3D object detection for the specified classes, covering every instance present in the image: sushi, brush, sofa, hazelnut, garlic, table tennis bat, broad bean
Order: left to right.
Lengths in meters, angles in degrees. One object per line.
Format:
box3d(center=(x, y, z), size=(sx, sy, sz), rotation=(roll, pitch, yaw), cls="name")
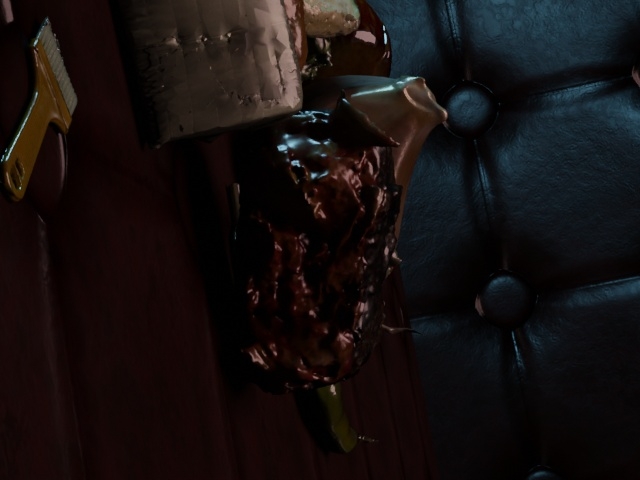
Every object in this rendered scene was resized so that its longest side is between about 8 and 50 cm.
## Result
box3d(center=(-0.215, -0.091, 1.137), size=(0.218, 0.010, 0.082), rotation=(-87, 164, -57), cls="brush")
box3d(center=(-0.140, -0.199, 1.568), size=(0.225, 0.176, 0.210), rotation=(-175, -108, -69), cls="sofa")
box3d(center=(-0.094, 0.009, 1.822), size=(0.095, 0.014, 0.158), rotation=(39, 42, -76), cls="table tennis bat")
box3d(center=(-0.013, -0.264, 2.178), size=(0.218, 0.218, 0.234), rotation=(-85, -167, -63), cls="hazelnut")
box3d(center=(0.000, 0.000, 1.673), size=(0.182, 0.196, 0.343), rotation=(-103, -163, -81), cls="sushi")
box3d(center=(0.014, 0.241, 2.102), size=(0.075, 0.067, 0.325), rotation=(-64, 158, -22), cls="broad bean")
box3d(center=(0.015, -0.058, 2.005), size=(0.231, 0.246, 0.340), rotation=(-165, -99, -73), cls="garlic")

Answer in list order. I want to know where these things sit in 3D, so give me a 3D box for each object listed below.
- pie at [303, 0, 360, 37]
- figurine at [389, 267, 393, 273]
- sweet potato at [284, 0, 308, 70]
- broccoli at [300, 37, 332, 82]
box3d(center=(-0.079, -0.367, 1.878), size=(0.337, 0.075, 0.337), rotation=(39, 26, -23), cls="pie")
box3d(center=(0.051, -0.028, 2.511), size=(0.156, 0.131, 0.246), rotation=(-51, 141, -33), cls="figurine")
box3d(center=(-0.088, -0.352, 1.686), size=(0.354, 0.106, 0.095), rotation=(61, 7, -4), cls="sweet potato")
box3d(center=(-0.047, -0.262, 1.985), size=(0.167, 0.160, 0.154), rotation=(53, 53, -33), cls="broccoli")
